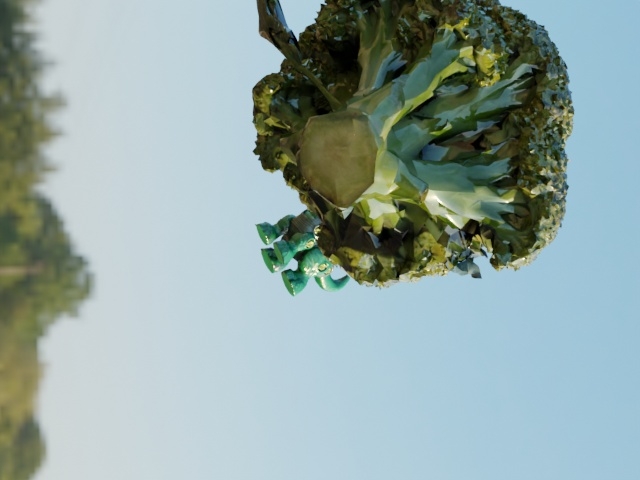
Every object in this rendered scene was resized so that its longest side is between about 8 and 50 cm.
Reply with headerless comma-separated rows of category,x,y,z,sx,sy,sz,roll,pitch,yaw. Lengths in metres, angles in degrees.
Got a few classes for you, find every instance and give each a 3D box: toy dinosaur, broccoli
toy dinosaur,0.000,0.000,1.676,0.059,0.096,0.132,49,-17,43
broccoli,0.034,-0.044,0.736,0.120,0.130,0.131,-32,119,-60
